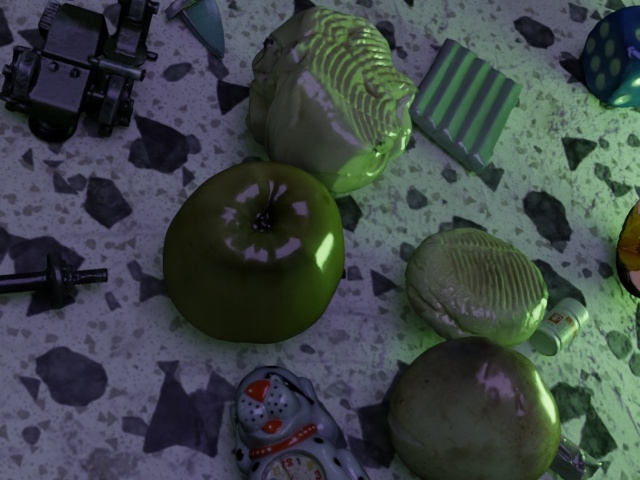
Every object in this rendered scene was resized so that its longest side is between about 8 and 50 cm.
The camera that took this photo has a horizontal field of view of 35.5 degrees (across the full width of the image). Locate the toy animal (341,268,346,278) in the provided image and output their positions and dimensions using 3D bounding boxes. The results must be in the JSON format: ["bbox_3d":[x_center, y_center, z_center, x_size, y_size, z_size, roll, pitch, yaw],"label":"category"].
[{"bbox_3d":[0.000,0.000,1.539,0.064,0.047,0.136,-2,73,-10],"label":"toy animal"}]

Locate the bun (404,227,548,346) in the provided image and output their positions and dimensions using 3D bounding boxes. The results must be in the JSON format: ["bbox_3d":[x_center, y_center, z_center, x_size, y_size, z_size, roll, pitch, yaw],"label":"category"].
[{"bbox_3d":[0.227,0.088,1.511,0.220,0.134,0.220,12,41,-11],"label":"bun"}]

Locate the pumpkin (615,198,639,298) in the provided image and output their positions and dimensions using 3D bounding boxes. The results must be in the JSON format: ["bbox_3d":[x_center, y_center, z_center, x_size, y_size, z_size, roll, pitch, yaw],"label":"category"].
[{"bbox_3d":[0.552,0.025,1.674,0.118,0.108,0.184,14,70,-4],"label":"pumpkin"}]

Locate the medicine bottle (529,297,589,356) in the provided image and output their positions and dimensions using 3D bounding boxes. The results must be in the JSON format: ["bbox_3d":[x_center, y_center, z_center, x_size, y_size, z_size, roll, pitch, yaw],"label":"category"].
[{"bbox_3d":[0.380,0.138,1.594,0.089,0.057,0.057,-37,82,-29],"label":"medicine bottle"}]

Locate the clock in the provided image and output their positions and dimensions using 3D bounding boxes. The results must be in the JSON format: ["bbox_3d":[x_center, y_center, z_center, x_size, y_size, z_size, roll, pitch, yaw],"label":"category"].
[{"bbox_3d":[-0.043,0.276,1.340,0.188,0.189,0.254,-11,66,-22],"label":"clock"}]

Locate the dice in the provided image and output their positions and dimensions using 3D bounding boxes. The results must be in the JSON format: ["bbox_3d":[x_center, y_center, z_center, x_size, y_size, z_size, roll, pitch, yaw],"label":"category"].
[{"bbox_3d":[0.574,-0.333,1.821,0.146,0.146,0.143,-2,66,-19],"label":"dice"}]

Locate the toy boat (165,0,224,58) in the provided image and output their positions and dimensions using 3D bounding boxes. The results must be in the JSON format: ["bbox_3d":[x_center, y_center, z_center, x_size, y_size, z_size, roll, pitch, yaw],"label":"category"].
[{"bbox_3d":[-0.188,-0.354,1.653,0.096,0.034,0.122,-41,92,-29],"label":"toy boat"}]

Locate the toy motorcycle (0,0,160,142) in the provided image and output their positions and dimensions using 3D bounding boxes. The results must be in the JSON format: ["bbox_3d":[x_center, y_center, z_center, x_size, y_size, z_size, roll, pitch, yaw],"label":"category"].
[{"bbox_3d":[-0.356,-0.278,1.513,0.205,0.127,0.275,15,70,-10],"label":"toy motorcycle"}]

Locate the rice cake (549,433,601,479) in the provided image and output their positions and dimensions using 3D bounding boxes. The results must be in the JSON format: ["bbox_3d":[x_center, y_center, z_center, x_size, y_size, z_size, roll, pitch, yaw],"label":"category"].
[{"bbox_3d":[0.306,0.275,1.510,0.270,0.055,0.049,38,56,4],"label":"rice cake"}]

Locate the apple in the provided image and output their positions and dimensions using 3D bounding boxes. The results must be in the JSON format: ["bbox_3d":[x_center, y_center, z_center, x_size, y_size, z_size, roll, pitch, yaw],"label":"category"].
[{"bbox_3d":[-0.088,0.019,1.395,0.262,0.262,0.263,7,65,-15],"label":"apple"}]

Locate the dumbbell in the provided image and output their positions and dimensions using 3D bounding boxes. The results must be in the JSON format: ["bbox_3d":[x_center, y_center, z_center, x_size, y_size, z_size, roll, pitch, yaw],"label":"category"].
[{"bbox_3d":[-0.416,0.059,1.358,0.253,0.081,0.082,-5,68,-20],"label":"dumbbell"}]

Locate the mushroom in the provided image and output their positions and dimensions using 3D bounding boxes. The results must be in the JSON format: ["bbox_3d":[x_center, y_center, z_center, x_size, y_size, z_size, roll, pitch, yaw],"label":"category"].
[{"bbox_3d":[0.212,0.250,1.397,0.254,0.255,0.184,17,36,-10],"label":"mushroom"}]

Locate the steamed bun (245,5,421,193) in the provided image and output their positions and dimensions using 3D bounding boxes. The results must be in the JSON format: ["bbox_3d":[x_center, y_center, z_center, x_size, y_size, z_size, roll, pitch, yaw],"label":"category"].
[{"bbox_3d":[0.001,-0.201,1.544,0.275,0.206,0.320,47,35,-7],"label":"steamed bun"}]

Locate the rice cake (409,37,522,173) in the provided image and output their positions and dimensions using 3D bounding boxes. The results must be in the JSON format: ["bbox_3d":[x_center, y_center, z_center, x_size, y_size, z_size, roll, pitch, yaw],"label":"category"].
[{"bbox_3d":[0.248,-0.238,1.733,0.189,0.037,0.198,38,61,1],"label":"rice cake"}]
